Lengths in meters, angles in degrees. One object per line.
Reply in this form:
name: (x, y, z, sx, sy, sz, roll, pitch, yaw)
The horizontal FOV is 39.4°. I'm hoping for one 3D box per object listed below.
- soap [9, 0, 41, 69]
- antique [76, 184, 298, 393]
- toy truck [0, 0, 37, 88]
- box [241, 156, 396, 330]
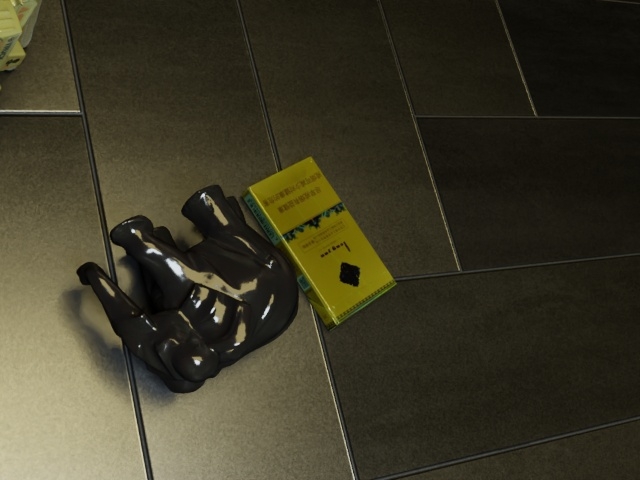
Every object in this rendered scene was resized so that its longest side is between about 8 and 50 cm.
soap: (-0.494, -0.381, 1.305, 0.173, 0.274, 0.089, 28, 58, -15)
antique: (-0.170, 0.070, 1.335, 0.322, 0.185, 0.255, -24, 79, -38)
toy truck: (-0.499, -0.265, 1.257, 0.157, 0.272, 0.124, -24, 81, -42)
box: (-0.001, -0.001, 1.547, 0.153, 0.041, 0.279, -30, 85, -36)
